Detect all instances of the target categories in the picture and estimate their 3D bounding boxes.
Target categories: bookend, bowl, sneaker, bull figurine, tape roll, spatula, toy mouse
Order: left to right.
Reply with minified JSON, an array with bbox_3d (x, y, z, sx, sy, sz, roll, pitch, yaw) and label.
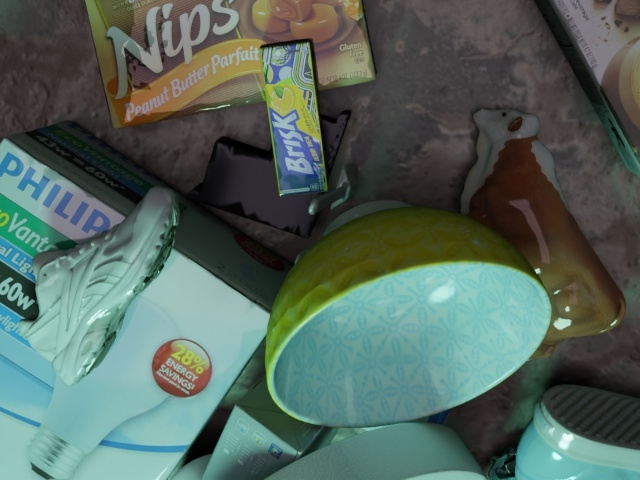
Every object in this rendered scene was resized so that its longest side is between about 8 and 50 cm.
[{"bbox_3d":[-0.233,0.031,1.042,0.115,0.090,0.232,35,99,1],"label":"sneaker"},{"bbox_3d":[-0.061,-0.103,1.240,0.157,0.072,0.156,18,102,0],"label":"bookend"},{"bbox_3d":[0.000,0.000,1.171,0.019,0.242,0.168,20,103,11],"label":"spatula"},{"bbox_3d":[0.015,0.356,1.190,0.392,0.392,0.072,-38,56,9],"label":"tape roll"},{"bbox_3d":[0.071,0.053,1.050,0.289,0.156,0.289,-11,143,-8],"label":"bowl"},{"bbox_3d":[0.234,-0.004,1.228,0.188,0.101,0.310,-31,91,17],"label":"bull figurine"},{"bbox_3d":[0.271,0.307,1.318,0.161,0.031,0.143,19,98,-2],"label":"toy mouse"},{"bbox_3d":[0.409,0.287,1.269,0.366,0.135,0.150,19,124,-6],"label":"sneaker"}]

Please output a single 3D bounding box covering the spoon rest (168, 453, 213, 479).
[{"bbox_3d":[-0.177,0.394,1.327,0.084,0.137,0.276,27,112,37],"label":"spoon rest"}]

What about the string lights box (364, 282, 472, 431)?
[{"bbox_3d":[0.110,0.115,1.215,0.133,0.077,0.259,23,120,16],"label":"string lights box"}]

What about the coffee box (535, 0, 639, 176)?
[{"bbox_3d":[0.363,-0.241,1.165,0.168,0.119,0.297,-29,98,9],"label":"coffee box"}]

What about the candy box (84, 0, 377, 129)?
[{"bbox_3d":[-0.105,-0.250,1.207,0.316,0.087,0.182,-10,101,5],"label":"candy box"}]

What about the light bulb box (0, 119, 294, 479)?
[{"bbox_3d":[-0.274,0.106,1.216,0.358,0.225,0.361,33,102,-3],"label":"light bulb box"}]

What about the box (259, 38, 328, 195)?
[{"bbox_3d":[-0.029,-0.138,1.159,0.059,0.054,0.168,-7,106,4],"label":"box"}]

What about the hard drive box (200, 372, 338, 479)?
[{"bbox_3d":[-0.049,0.237,1.199,0.089,0.181,0.232,34,129,12],"label":"hard drive box"}]
